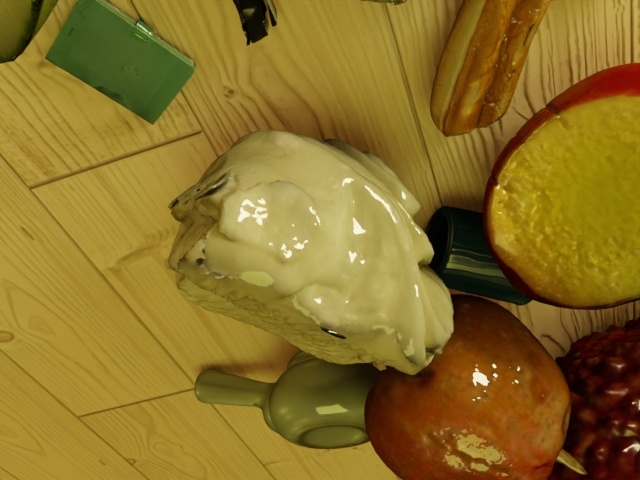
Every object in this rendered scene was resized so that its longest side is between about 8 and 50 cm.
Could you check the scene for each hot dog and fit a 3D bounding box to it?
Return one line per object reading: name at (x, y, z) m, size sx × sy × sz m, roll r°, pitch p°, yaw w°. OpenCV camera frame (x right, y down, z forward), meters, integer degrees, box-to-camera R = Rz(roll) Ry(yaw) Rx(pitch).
hot dog at (0.169, -0.201, 0.646) m, size 0.102 × 0.076 × 0.249 m, roll -22°, pitch 150°, yaw -18°

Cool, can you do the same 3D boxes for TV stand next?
TV stand at (-0.102, -0.305, 0.579) m, size 0.042 × 0.036 × 0.249 m, roll -15°, pitch 131°, yaw 13°

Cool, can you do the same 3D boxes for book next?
book at (-0.217, -0.199, 0.682) m, size 0.135 × 0.017 × 0.103 m, roll 31°, pitch 126°, yaw -26°

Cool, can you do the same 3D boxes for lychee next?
lychee at (0.502, 0.350, 0.940) m, size 0.425 × 0.424 × 0.499 m, roll 26°, pitch 107°, yaw -24°

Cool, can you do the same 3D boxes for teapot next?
teapot at (-0.039, 0.248, 1.007) m, size 0.319 × 0.149 × 0.220 m, roll 7°, pitch 142°, yaw -12°

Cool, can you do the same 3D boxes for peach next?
peach at (0.324, -0.041, 0.699) m, size 0.275 × 0.248 × 0.245 m, roll -39°, pitch 145°, yaw 22°

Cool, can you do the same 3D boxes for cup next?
cup at (0.212, 0.031, 0.848) m, size 0.138 × 0.113 × 0.150 m, roll 12°, pitch 129°, yaw -11°

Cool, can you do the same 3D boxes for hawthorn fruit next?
hawthorn fruit at (0.222, 0.228, 0.842) m, size 0.298 × 0.277 × 0.277 m, roll 29°, pitch 134°, yaw 18°

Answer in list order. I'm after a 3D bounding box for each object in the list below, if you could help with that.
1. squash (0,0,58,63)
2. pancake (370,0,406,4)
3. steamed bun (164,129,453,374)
squash at (-0.303, -0.276, 0.485) m, size 0.234 × 0.210 × 0.309 m, roll 40°, pitch 116°, yaw -12°
pancake at (0.064, -0.350, 0.537) m, size 0.283 × 0.049 × 0.282 m, roll -1°, pitch 131°, yaw -1°
steamed bun at (0.000, 0.000, 0.728) m, size 0.347 × 0.237 × 0.394 m, roll 14°, pitch 164°, yaw 23°
